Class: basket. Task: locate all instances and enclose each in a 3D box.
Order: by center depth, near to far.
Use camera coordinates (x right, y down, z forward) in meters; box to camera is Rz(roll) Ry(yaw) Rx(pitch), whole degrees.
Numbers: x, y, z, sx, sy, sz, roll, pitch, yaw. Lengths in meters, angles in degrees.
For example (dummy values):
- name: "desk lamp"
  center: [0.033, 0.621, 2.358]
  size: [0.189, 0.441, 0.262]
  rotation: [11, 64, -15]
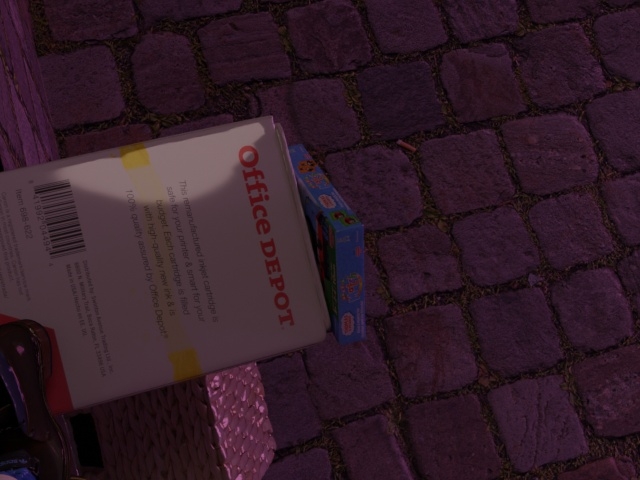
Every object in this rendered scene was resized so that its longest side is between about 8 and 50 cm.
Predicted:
- name: "basket"
  center: [-0.252, 0.269, 1.410]
  size: [0.331, 0.266, 0.328]
  rotation: [-24, 102, -80]

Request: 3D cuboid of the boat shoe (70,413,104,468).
- name: "boat shoe"
  center: [-0.393, 0.336, 1.490]
  size: [0.073, 0.073, 0.207]
  rotation: [123, -48, -72]

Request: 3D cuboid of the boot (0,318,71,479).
- name: "boot"
  center: [-0.314, 0.192, 0.883]
  size: [0.106, 0.082, 0.219]
  rotation: [5, 75, -79]

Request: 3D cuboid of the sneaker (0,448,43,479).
- name: "sneaker"
  center: [-0.276, 0.214, 0.766]
  size: [0.152, 0.058, 0.085]
  rotation: [98, -19, -51]

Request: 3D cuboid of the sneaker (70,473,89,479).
- name: "sneaker"
  center: [-0.301, 0.409, 1.165]
  size: [0.121, 0.111, 0.300]
  rotation: [17, -42, 36]

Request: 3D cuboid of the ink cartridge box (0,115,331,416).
- name: "ink cartridge box"
  center: [-0.212, 0.034, 1.058]
  size: [0.160, 0.384, 0.279]
  rotation: [160, -83, -79]

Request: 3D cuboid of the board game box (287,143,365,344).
- name: "board game box"
  center: [0.000, 0.000, 1.068]
  size: [0.211, 0.039, 0.160]
  rotation: [-122, -156, -54]

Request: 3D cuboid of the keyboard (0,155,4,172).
- name: "keyboard"
  center: [-0.503, -0.200, 1.289]
  size: [0.201, 0.033, 0.317]
  rotation: [-152, -131, -75]
